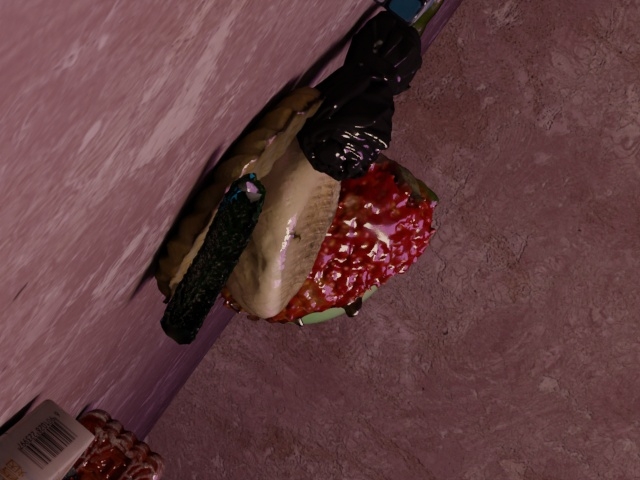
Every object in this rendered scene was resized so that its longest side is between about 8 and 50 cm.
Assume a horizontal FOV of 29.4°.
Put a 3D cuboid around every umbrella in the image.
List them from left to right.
[{"bbox_3d":[0.062,-0.201,1.410,0.118,0.118,0.340,-54,-170,49],"label":"umbrella"}]

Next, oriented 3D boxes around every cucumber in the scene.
[{"bbox_3d":[-0.102,0.018,1.190,0.044,0.043,0.256,-53,176,-44],"label":"cucumber"}]

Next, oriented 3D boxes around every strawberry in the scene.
[{"bbox_3d":[0.010,-0.001,1.619,0.306,0.233,0.138,-51,-172,-8],"label":"strawberry"}]

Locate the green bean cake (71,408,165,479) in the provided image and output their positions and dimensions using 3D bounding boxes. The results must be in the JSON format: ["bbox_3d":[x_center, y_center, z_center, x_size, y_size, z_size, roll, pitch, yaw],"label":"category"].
[{"bbox_3d":[-0.291,0.308,1.606,0.135,0.136,0.056,-51,178,-2],"label":"green bean cake"}]

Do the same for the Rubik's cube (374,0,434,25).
[{"bbox_3d":[0.063,-0.223,0.845,0.092,0.092,0.092,-53,179,39],"label":"Rubik's cube"}]

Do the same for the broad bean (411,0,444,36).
[{"bbox_3d":[0.137,-0.325,1.830,0.297,0.043,0.060,-53,-170,53],"label":"broad bean"}]

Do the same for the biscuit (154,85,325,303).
[{"bbox_3d":[-0.099,-0.041,1.251,0.273,0.036,0.187,-53,179,21],"label":"biscuit"}]

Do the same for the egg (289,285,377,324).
[{"bbox_3d":[0.000,0.000,1.796,0.270,0.220,0.220,-40,176,-11],"label":"egg"}]

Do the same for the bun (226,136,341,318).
[{"bbox_3d":[-0.056,-0.025,1.466,0.237,0.116,0.210,-69,170,22],"label":"bun"}]

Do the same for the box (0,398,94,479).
[{"bbox_3d":[-0.304,0.247,1.069,0.149,0.067,0.233,-54,178,20],"label":"box"}]

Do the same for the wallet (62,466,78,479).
[{"bbox_3d":[-0.383,0.356,1.326,0.262,0.071,0.221,-46,180,2],"label":"wallet"}]
